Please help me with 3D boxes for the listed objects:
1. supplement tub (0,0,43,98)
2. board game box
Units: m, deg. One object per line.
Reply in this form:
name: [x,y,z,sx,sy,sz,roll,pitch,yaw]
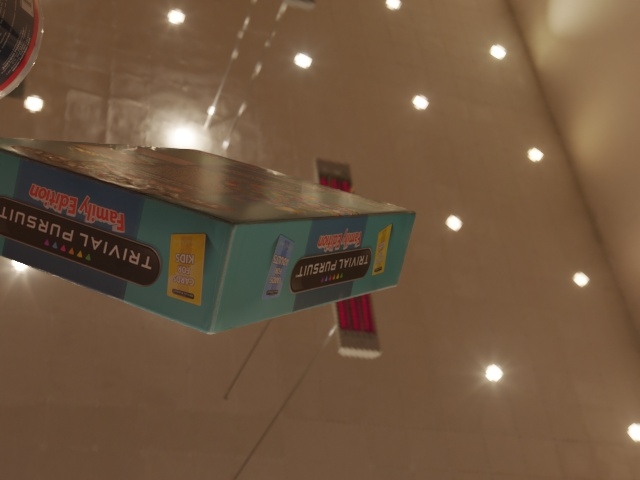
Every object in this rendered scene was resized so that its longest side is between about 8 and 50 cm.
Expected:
supplement tub: [-0.403,-0.244,0.926,0.191,0.272,0.191,-1,-96,5]
board game box: [-0.100,-0.016,0.799,0.254,0.079,0.336,17,-170,24]
